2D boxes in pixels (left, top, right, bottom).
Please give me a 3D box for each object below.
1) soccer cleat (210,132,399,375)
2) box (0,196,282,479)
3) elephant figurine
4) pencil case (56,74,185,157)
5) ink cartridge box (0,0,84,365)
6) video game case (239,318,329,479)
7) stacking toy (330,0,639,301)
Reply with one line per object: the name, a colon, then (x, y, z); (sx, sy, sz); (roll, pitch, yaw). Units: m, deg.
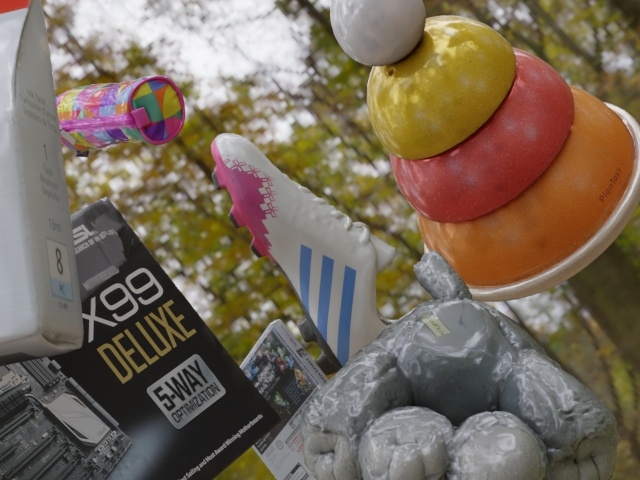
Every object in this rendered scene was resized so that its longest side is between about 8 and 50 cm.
soccer cleat: (0.000, 0.000, 1.563); (0.143, 0.331, 0.116); (-30, 8, 8)
box: (-0.208, 0.131, 1.028); (0.076, 0.242, 0.307); (-40, -4, 42)
elephant figurine: (0.074, 0.168, 0.749); (0.186, 0.169, 0.239); (-33, -49, -34)
pencil case: (-0.289, -0.174, 1.876); (0.104, 0.104, 0.236); (-25, 14, -39)
ink cartridge box: (-0.332, -0.091, 0.875); (0.308, 0.385, 0.091); (-11, -10, 9)
video game case: (-0.040, 0.215, 1.666); (0.022, 0.173, 0.190); (-27, -19, -41)
stacking toy: (0.181, -0.182, 1.764); (0.350, 0.350, 0.480); (-40, -58, 5)
